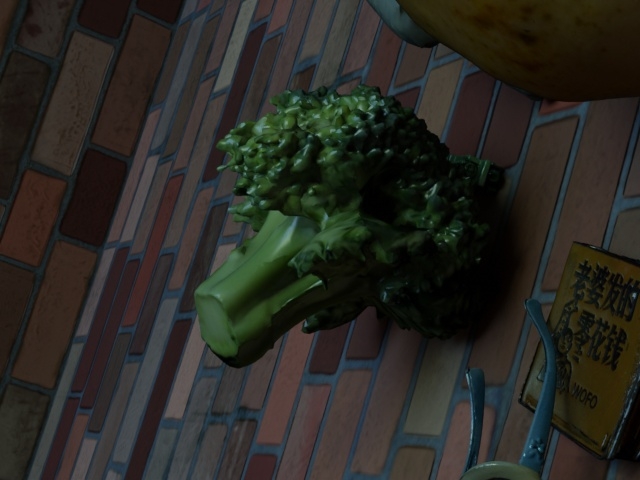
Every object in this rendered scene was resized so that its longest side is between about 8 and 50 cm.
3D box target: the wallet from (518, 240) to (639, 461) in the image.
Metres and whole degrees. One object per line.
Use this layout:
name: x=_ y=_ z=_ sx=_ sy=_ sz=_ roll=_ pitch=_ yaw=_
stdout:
wallet: x=0.232 y=0.086 z=1.309 sx=0.161 sy=0.042 sz=0.195 roll=-68 pitch=21 yaw=3

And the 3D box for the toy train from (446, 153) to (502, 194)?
toy train: x=0.152 y=-0.069 z=1.644 sx=0.083 sy=0.053 sz=0.033 roll=0 pitch=69 yaw=70

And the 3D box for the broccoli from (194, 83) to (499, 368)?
broccoli: x=0.019 y=-0.017 z=1.588 sx=0.338 sy=0.277 sz=0.317 roll=-14 pitch=19 yaw=37

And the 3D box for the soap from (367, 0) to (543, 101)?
soap: x=0.176 y=-0.387 z=1.678 sx=0.350 sy=0.213 sz=0.435 roll=-60 pitch=23 yaw=19

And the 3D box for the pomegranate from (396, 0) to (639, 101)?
pomegranate: x=0.217 y=-0.308 z=1.244 sx=0.411 sy=0.411 sz=0.411 roll=-51 pitch=26 yaw=39

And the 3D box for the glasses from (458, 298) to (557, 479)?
glasses: x=0.133 y=0.169 z=1.352 sx=0.190 sy=0.088 sz=0.220 roll=120 pitch=156 yaw=-50
